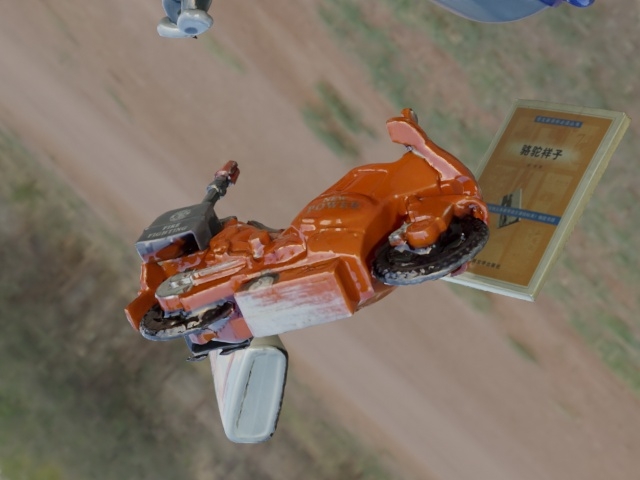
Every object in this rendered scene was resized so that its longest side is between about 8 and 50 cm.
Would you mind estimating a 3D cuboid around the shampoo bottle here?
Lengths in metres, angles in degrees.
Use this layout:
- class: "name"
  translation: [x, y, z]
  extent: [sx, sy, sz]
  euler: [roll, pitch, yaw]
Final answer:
- class: "shampoo bottle"
  translation: [-0.103, 0.112, 1.920]
  extent: [0.284, 0.071, 0.153]
  euler: [-115, 30, -54]

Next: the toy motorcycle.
- class: "toy motorcycle"
  translation: [0.000, 0.000, 1.279]
  extent: [0.148, 0.325, 0.221]
  euler: [66, -153, -21]

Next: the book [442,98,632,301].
- class: "book"
  translation: [0.230, -0.051, 1.752]
  extent: [0.170, 0.242, 0.018]
  euler: [13, 159, 47]

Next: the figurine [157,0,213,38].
- class: "figurine"
  translation: [-0.125, -0.335, 1.743]
  extent: [0.193, 0.140, 0.265]
  euler: [40, 147, 36]

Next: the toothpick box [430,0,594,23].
- class: "toothpick box"
  translation: [0.150, -0.344, 1.553]
  extent: [0.263, 0.263, 0.354]
  euler: [38, -167, 36]
